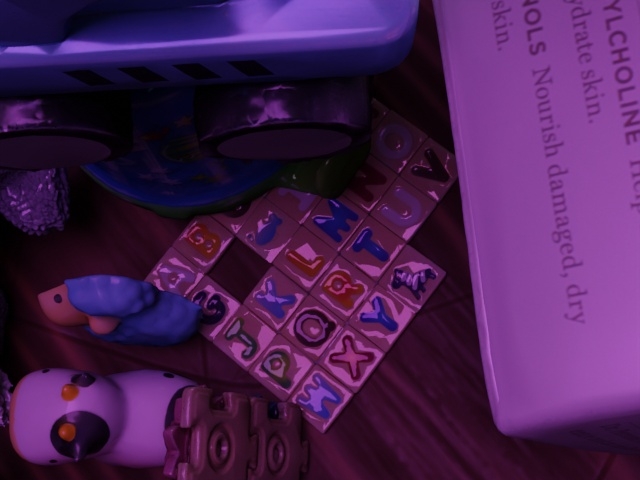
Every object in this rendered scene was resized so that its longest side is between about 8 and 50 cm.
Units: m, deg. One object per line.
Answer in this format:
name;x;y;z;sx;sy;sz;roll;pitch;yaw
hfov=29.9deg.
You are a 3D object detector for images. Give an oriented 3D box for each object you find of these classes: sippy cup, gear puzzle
sippy cup;-0.115;-0.147;0.879;0.305;0.224;0.240;0;83;5
gear puzzle;-0.071;0.275;0.838;0.044;0.175;0.339;-4;77;27

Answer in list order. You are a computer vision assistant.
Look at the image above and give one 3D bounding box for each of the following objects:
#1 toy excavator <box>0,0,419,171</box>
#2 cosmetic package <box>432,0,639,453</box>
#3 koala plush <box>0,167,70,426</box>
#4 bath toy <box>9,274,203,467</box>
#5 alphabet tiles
toy excavator;-0.028;-0.188;0.540;0.432;0.445;0.223;-3;81;2
cosmetic package;0.309;-0.065;0.696;0.393;0.329;0.328;-12;73;22
koala plush;-0.315;0.041;0.942;0.196;0.203;0.221;4;106;35
bath toy;-0.149;0.205;0.872;0.151;0.129;0.348;0;80;-15
alphabet tiles;0.000;0.000;0.959;0.198;0.009;0.237;37;89;17
